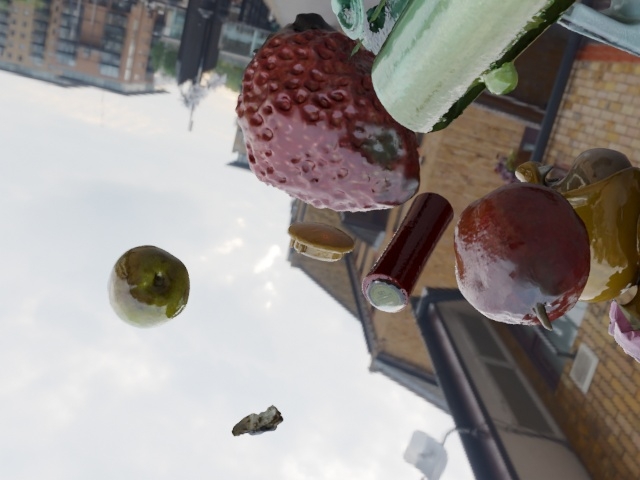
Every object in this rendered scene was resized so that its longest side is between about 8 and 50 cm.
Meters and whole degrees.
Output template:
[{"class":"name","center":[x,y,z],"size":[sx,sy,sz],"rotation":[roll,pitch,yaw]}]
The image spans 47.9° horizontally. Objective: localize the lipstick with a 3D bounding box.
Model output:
[{"class":"lipstick","center":[0.147,0.014,1.178],"size":[0.080,0.080,0.241],"rotation":[19,-135,17]}]

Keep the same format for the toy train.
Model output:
[{"class":"toy train","center":[0.094,-0.201,0.582],"size":[0.126,0.189,0.307],"rotation":[-10,170,-15]}]

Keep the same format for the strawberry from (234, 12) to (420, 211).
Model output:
[{"class":"strawberry","center":[0.004,-0.177,1.157],"size":[0.292,0.291,0.310],"rotation":[9,-139,-18]}]

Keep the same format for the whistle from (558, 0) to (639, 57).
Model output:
[{"class":"whistle","center":[0.484,-0.357,1.072],"size":[0.290,0.163,0.163],"rotation":[12,-166,-25]}]

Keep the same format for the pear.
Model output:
[{"class":"pear","center":[-0.386,0.105,1.614],"size":[0.200,0.200,0.200],"rotation":[13,-165,-4]}]

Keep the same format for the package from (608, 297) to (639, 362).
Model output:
[{"class":"package","center":[0.337,0.105,0.773],"size":[0.029,0.059,0.083],"rotation":[-19,-144,-5]}]

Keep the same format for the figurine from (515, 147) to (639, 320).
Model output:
[{"class":"figurine","center":[0.509,0.013,1.151],"size":[0.387,0.268,0.401],"rotation":[-3,-132,23]}]

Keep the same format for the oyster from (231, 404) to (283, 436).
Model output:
[{"class":"oyster","center":[-0.084,0.251,0.987],"size":[0.083,0.019,0.054],"rotation":[-23,-163,29]}]

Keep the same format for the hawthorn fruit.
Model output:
[{"class":"hawthorn fruit","center":[0.269,0.034,0.963],"size":[0.190,0.189,0.251],"rotation":[14,-140,-1]}]

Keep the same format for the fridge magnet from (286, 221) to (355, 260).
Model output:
[{"class":"fridge magnet","center":[0.000,0.000,1.469],"size":[0.143,0.063,0.143],"rotation":[14,-165,-4]}]
